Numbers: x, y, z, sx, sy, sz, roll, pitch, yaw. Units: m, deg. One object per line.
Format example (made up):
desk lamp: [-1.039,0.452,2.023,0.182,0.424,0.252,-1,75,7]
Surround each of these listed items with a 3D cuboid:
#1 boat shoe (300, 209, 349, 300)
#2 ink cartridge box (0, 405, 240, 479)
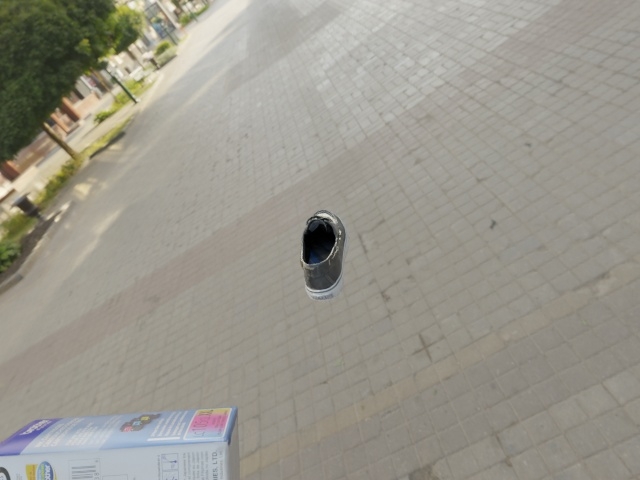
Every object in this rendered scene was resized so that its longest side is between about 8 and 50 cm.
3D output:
boat shoe: [0.000,0.000,0.756,0.080,0.076,0.228,-8,33,12]
ink cartridge box: [-0.322,0.411,0.691,0.395,0.270,0.151,-2,-2,-6]
